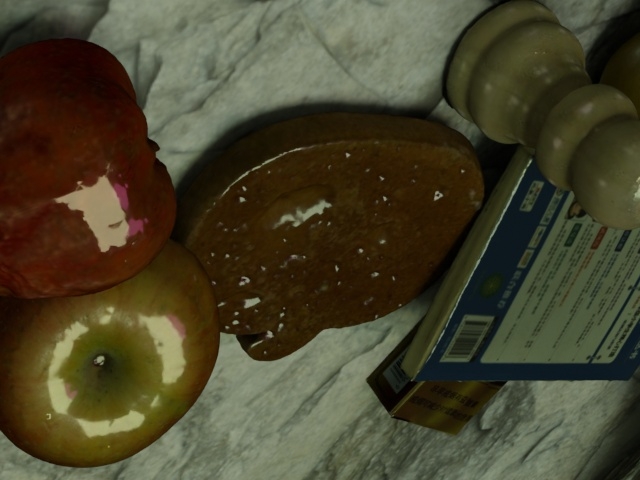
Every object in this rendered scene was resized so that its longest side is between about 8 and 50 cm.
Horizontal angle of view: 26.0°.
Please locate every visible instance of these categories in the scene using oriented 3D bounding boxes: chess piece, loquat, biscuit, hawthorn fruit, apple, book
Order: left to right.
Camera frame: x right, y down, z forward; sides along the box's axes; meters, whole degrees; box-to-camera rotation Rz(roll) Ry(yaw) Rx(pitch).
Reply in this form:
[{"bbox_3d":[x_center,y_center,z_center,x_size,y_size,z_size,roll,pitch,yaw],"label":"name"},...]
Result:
[{"bbox_3d":[-0.244,-0.038,1.116,0.243,0.207,0.207,-26,141,-5],"label":"hawthorn fruit"},{"bbox_3d":[-0.203,0.090,1.276,0.235,0.173,0.210,-29,113,1],"label":"apple"},{"bbox_3d":[-0.001,-0.001,1.443,0.368,0.063,0.314,-1,133,-36],"label":"biscuit"},{"bbox_3d":[0.248,-0.111,1.363,0.143,0.261,0.142,-24,141,-21],"label":"chess piece"},{"bbox_3d":[0.307,0.041,1.640,0.428,0.039,0.300,6,118,-44],"label":"book"},{"bbox_3d":[0.379,-0.164,1.503,0.152,0.152,0.195,-20,151,-21],"label":"loquat"}]

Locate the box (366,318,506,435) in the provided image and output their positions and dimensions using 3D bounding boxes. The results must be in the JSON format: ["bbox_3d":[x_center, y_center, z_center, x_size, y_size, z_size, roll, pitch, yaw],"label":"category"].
[{"bbox_3d":[0.191,0.129,1.718,0.240,0.071,0.159,-48,139,15],"label":"box"}]
